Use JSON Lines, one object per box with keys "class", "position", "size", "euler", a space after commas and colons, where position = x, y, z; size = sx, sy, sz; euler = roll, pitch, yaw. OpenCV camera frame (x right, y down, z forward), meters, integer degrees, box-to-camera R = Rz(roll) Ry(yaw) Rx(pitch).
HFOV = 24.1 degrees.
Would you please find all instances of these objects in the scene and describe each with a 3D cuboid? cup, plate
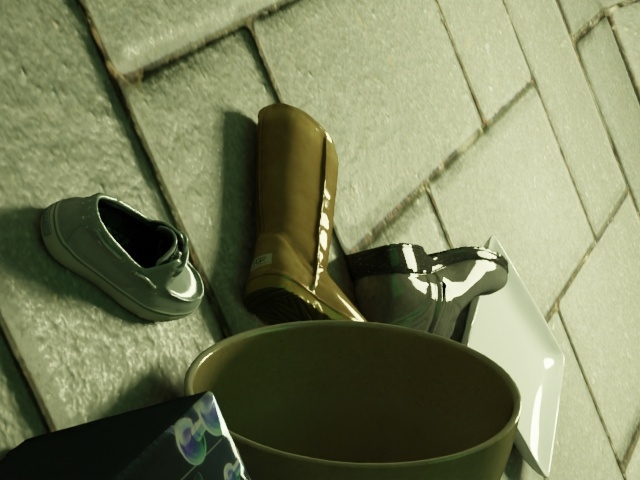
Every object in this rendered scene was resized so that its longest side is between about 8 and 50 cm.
{"class": "cup", "position": [0.027, 0.251, 1.507], "size": [0.331, 0.331, 0.237], "euler": [-38, 135, -61]}
{"class": "plate", "position": [0.286, 0.176, 2.270], "size": [0.278, 0.045, 0.277], "euler": [57, 32, -28]}

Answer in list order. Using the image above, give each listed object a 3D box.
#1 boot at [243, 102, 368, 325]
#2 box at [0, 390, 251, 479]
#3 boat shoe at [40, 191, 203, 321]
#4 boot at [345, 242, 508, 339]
{"class": "boot", "position": [0.000, 0.000, 1.798], "size": [0.236, 0.089, 0.269], "euler": [46, 36, -42]}
{"class": "box", "position": [-0.152, 0.367, 1.165], "size": [0.395, 0.212, 0.293], "euler": [66, 28, -10]}
{"class": "boat shoe", "position": [-0.174, 0.017, 1.469], "size": [0.227, 0.081, 0.079], "euler": [34, 46, -50]}
{"class": "boot", "position": [0.153, 0.125, 2.005], "size": [0.338, 0.118, 0.222], "euler": [1, 76, -50]}
